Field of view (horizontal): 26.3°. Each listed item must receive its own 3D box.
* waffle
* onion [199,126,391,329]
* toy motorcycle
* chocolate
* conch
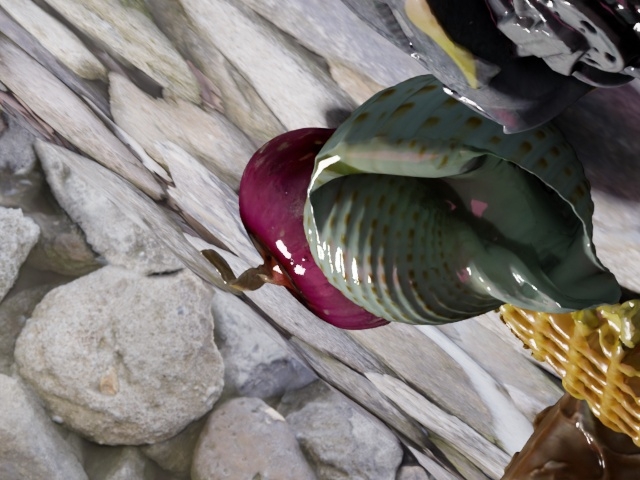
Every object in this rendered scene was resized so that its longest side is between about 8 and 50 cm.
[{"bbox_3d":[0.236,0.101,1.051,0.243,0.059,0.238,46,171,-21],"label":"waffle"},{"bbox_3d":[0.009,-0.006,1.113,0.177,0.153,0.177,25,168,6],"label":"onion"},{"bbox_3d":[0.032,-0.140,0.594,0.307,0.108,0.173,38,175,23],"label":"toy motorcycle"},{"bbox_3d":[0.264,0.222,1.189,0.214,0.148,0.093,34,163,18],"label":"chocolate"},{"bbox_3d":[0.085,-0.028,0.815,0.200,0.131,0.172,7,132,16],"label":"conch"}]
